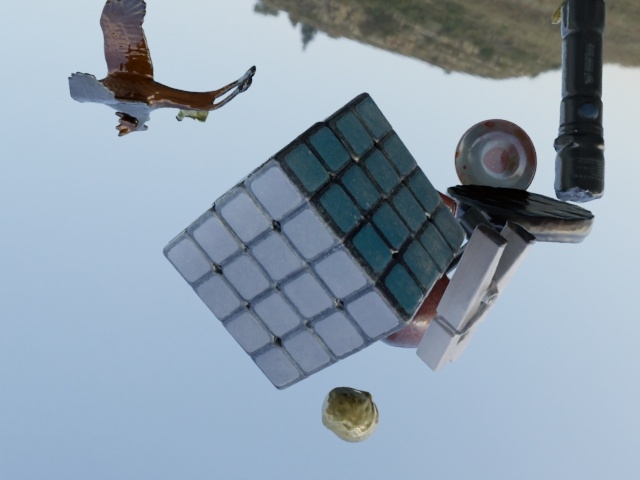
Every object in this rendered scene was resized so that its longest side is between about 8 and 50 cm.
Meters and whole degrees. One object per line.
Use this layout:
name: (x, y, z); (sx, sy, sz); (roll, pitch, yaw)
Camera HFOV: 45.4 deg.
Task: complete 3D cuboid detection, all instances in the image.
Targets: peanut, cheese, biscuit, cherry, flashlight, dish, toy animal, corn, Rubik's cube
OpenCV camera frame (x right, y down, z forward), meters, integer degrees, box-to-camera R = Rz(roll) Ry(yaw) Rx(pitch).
peanut: (0.068, 0.413, 1.826); (0.159, 0.109, 0.140); (8, -159, -42)
cheese: (-0.274, -0.284, 1.656); (0.041, 0.060, 0.084); (39, -159, 28)
biscuit: (0.539, -0.071, 2.110); (0.406, 0.091, 0.407); (7, -165, -2)
cherry: (0.225, 0.158, 1.856); (0.307, 0.221, 0.261); (22, 180, -8)
flashlight: (0.524, -0.288, 1.531); (0.103, 0.425, 0.103); (5, 172, 1)
dish: (0.551, -0.249, 2.367); (0.260, 0.260, 0.085); (32, -153, 21)
toy animal: (-0.295, -0.281, 1.402); (0.284, 0.302, 0.225); (19, -117, -15)
corn: (0.640, -0.608, 2.032); (0.027, 0.083, 0.028); (35, 180, 37)
Rubik's cube: (0.000, 0.000, 1.360); (0.344, 0.343, 0.337); (51, -142, -8)

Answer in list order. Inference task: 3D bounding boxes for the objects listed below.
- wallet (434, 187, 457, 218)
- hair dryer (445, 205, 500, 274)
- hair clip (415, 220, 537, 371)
wallet: (0.263, -0.085, 2.000); (0.045, 0.142, 0.204); (-20, -138, -35)
hair dryer: (0.347, 0.024, 1.905); (0.124, 0.219, 0.071); (49, -143, 9)
hair clip: (0.290, 0.112, 1.476); (0.101, 0.331, 0.085); (-13, -136, -45)
